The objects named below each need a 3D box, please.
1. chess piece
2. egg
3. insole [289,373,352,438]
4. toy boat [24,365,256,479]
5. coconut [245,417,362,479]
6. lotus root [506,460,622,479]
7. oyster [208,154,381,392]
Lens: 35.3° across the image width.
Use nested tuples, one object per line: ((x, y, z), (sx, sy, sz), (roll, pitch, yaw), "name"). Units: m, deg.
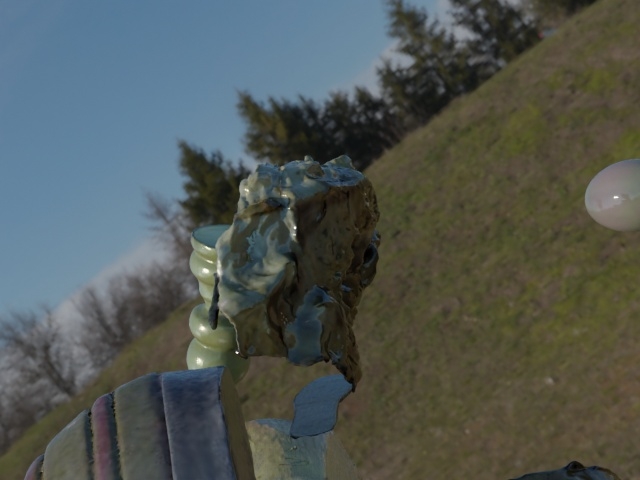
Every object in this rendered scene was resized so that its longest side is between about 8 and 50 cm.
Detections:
((-0.151, 0.115, 1.606), (0.144, 0.144, 0.251), (-33, -45, -66), "chess piece")
((0.441, -0.063, 1.427), (0.135, 0.103, 0.103), (-8, 20, 43), "egg")
((0.000, 0.166, 1.029), (0.064, 0.004, 0.188), (-11, 8, 8), "insole")
((-0.181, 0.222, 0.938), (0.293, 0.111, 0.276), (-9, 40, 13), "toy boat")
((-0.071, 0.416, 1.566), (0.297, 0.297, 0.255), (-38, 21, 16), "coconut")
((0.198, 0.373, 0.934), (0.316, 0.316, 0.250), (-38, 22, 12), "lotus root")
((0.000, -0.003, 1.016), (0.107, 0.201, 0.355), (-38, 23, 28), "oyster")
